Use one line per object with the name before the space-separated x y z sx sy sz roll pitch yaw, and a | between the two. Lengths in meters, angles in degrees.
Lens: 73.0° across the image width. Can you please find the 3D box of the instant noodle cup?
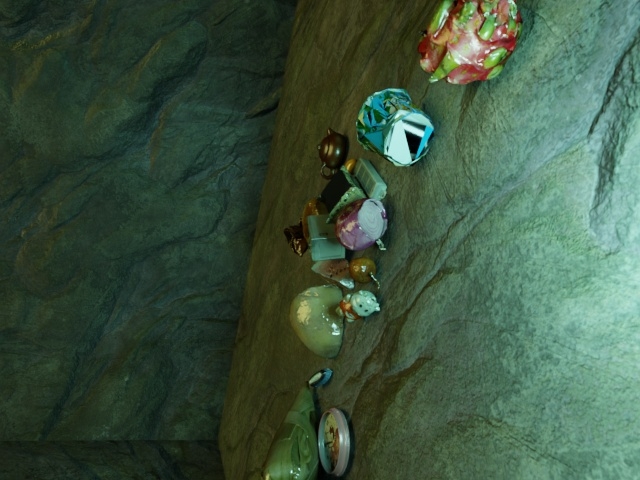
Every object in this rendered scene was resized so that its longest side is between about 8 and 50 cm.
instant noodle cup | 0.255 -0.365 1.439 0.178 0.240 0.240 57 134 50

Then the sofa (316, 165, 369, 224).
sofa | 0.122 -0.158 1.808 0.200 0.182 0.258 -54 27 20

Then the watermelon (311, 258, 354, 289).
watermelon | 0.077 0.134 1.866 0.154 0.094 0.241 -50 29 1

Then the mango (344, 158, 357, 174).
mango | 0.137 -0.335 1.964 0.089 0.046 0.060 -45 41 38

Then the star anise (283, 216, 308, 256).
star anise | -0.119 -0.025 2.339 0.346 0.148 0.237 160 120 -74

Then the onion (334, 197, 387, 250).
onion | 0.141 -0.058 1.609 0.200 0.200 0.207 148 131 -63

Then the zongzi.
zongzi | -0.121 0.771 1.707 0.500 0.218 0.467 77 -168 -66

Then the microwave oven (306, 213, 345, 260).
microwave oven | 0.022 -0.012 1.884 0.205 0.163 0.129 -101 9 -57

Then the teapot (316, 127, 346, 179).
teapot | 0.041 -0.426 2.129 0.178 0.135 0.252 -167 88 -73

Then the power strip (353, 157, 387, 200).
power strip | 0.197 -0.250 1.751 0.272 0.052 0.078 -110 36 -52

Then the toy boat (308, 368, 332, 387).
toy boat | 0.004 0.594 1.871 0.137 0.060 0.060 -52 42 37

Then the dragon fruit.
dragon fruit | 0.384 -0.535 1.148 0.302 0.231 0.237 179 88 -80

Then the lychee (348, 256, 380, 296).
lychee | 0.169 0.117 1.613 0.101 0.140 0.114 -50 -30 -47

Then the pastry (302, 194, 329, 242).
pastry | -0.005 -0.089 2.113 0.236 0.120 0.257 117 145 -46

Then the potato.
potato | -0.014 0.345 1.846 0.211 0.189 0.264 120 151 -42

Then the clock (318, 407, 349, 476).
clock | 0.054 0.774 1.666 0.244 0.056 0.245 -173 90 -70

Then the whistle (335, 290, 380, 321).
whistle | 0.131 0.246 1.625 0.253 0.105 0.102 -33 74 56
